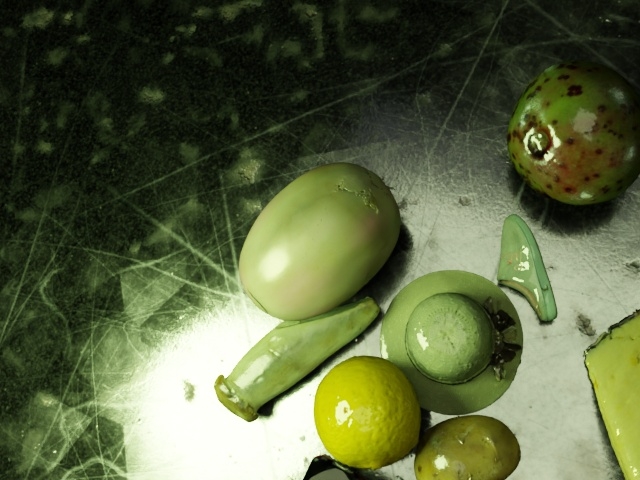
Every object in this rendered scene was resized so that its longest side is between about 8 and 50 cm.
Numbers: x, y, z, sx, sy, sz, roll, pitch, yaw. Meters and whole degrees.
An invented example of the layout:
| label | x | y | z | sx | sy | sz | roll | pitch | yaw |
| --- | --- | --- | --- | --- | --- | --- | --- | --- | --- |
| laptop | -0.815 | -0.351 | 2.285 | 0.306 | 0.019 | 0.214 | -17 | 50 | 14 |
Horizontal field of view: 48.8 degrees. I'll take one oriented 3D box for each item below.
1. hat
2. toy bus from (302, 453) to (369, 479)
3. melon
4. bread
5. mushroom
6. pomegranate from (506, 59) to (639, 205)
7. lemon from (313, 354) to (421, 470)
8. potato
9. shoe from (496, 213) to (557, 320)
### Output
| label | x | y | z | sx | sy | sz | roll | pitch | yaw |
| --- | --- | --- | --- | --- | --- | --- | --- | --- | --- |
| hat | 0.215 | 0.163 | 1.190 | 0.257 | 0.130 | 0.257 | -3 | 76 | 13 |
| toy bus | 0.095 | 0.464 | 1.132 | 0.303 | 0.147 | 0.127 | 25 | 82 | 18 |
| melon | 0.000 | 0.000 | 1.241 | 0.317 | 0.223 | 0.223 | -41 | 70 | 3 |
| bread | 0.604 | 0.271 | 1.117 | 0.346 | 0.242 | 0.404 | -26 | 37 | 11 |
| mushroom | -0.046 | 0.196 | 1.273 | 0.333 | 0.087 | 0.107 | -40 | 89 | 0 |
| pomegranate | 0.462 | -0.199 | 1.186 | 0.306 | 0.242 | 0.242 | -32 | 69 | -17 |
| lemon | 0.076 | 0.279 | 1.169 | 0.178 | 0.178 | 0.203 | -19 | 52 | 9 |
| potato | 0.231 | 0.351 | 1.140 | 0.176 | 0.137 | 0.137 | -39 | 70 | 0 |
| shoe | 0.341 | 0.052 | 1.213 | 0.078 | 0.079 | 0.195 | -20 | 75 | 1 |
